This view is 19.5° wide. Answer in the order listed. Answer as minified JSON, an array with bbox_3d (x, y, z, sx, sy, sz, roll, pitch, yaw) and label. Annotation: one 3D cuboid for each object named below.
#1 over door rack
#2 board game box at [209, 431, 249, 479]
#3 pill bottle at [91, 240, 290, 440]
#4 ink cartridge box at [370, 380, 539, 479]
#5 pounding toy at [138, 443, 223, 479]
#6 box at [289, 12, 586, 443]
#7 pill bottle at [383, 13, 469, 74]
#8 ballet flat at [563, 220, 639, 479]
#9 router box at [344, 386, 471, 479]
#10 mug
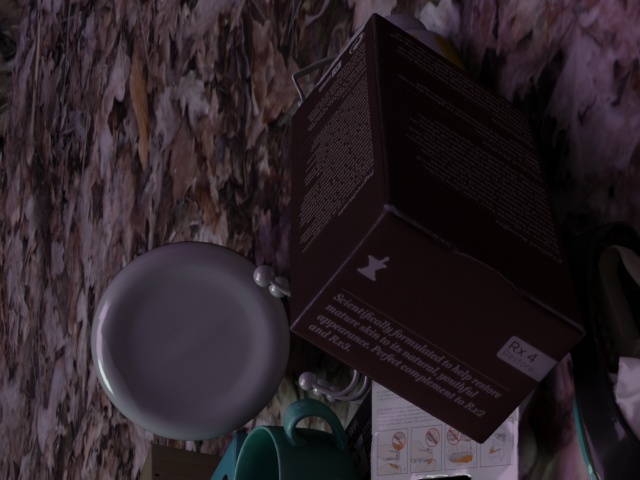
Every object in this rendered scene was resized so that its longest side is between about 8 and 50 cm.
[{"bbox_3d":[0.000,0.000,1.862,0.239,0.108,0.324,46,-139,-80],"label":"over door rack"},{"bbox_3d":[-0.108,0.405,1.979,0.336,0.079,0.253,119,158,-44],"label":"board game box"},{"bbox_3d":[-0.142,0.105,2.095,0.363,0.210,0.210,169,107,-87],"label":"pill bottle"},{"bbox_3d":[0.125,0.138,1.685,0.181,0.056,0.224,-12,75,44],"label":"ink cartridge box"},{"bbox_3d":[-0.166,0.347,2.316,0.100,0.130,0.141,-98,24,-56],"label":"pounding toy"},{"bbox_3d":[0.087,-0.022,1.547,0.143,0.191,0.381,-51,17,21],"label":"box"},{"bbox_3d":[0.097,-0.141,1.815,0.184,0.103,0.103,-112,35,-48],"label":"pill bottle"},{"bbox_3d":[0.241,0.099,1.448,0.096,0.095,0.280,-46,42,38],"label":"ballet flat"},{"bbox_3d":[0.060,0.319,1.826,0.309,0.081,0.243,118,148,-43],"label":"router box"},{"bbox_3d":[-0.013,0.239,1.788,0.158,0.097,0.129,129,142,-52],"label":"mug"}]
